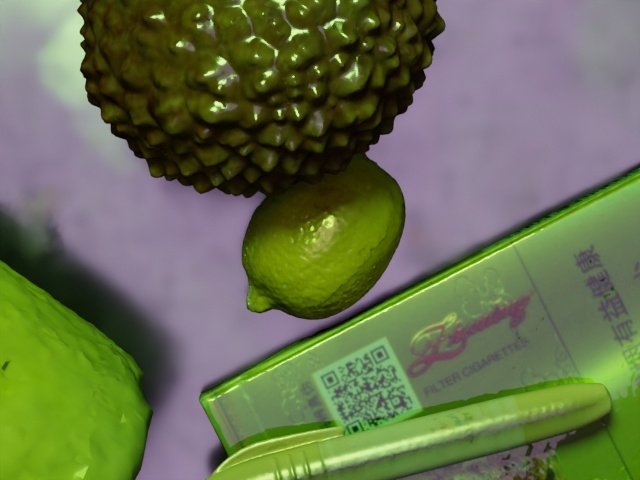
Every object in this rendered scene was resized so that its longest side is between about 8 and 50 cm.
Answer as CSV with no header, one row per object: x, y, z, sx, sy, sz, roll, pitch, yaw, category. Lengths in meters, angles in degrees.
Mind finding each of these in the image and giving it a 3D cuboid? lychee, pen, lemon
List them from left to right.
-0.038,-0.118,0.906,0.200,0.238,0.200,-4,96,-42,lychee
0.000,0.000,0.961,0.082,0.082,0.111,38,87,-2,lemon
0.046,0.111,0.949,0.233,0.032,0.040,-14,68,-3,pen

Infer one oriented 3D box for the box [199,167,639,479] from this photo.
0.106,0.093,0.987,0.311,0.043,0.173,-28,92,-2,box

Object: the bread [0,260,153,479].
-0.270,0.132,0.844,0.308,0.348,0.348,31,90,-13,bread
